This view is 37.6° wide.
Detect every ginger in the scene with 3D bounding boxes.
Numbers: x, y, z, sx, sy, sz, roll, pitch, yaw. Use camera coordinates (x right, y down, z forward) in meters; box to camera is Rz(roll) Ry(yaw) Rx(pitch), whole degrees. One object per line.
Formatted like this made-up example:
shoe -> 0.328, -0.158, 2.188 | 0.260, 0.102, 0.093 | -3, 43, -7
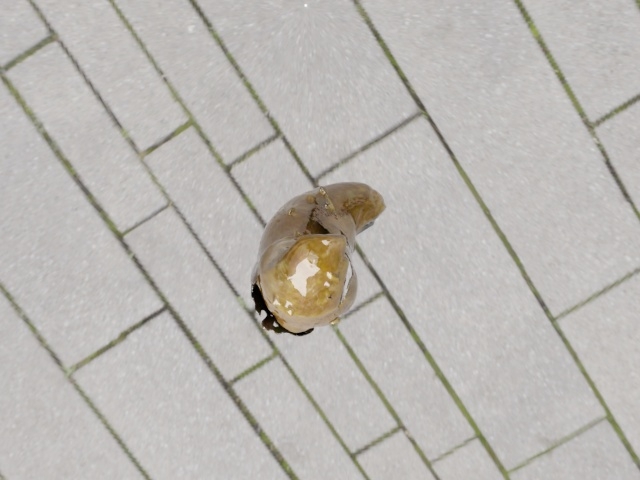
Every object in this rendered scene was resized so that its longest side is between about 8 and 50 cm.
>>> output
ginger -> -0.008, 0.012, 0.965 | 0.107, 0.309, 0.133 | 34, 106, -5
